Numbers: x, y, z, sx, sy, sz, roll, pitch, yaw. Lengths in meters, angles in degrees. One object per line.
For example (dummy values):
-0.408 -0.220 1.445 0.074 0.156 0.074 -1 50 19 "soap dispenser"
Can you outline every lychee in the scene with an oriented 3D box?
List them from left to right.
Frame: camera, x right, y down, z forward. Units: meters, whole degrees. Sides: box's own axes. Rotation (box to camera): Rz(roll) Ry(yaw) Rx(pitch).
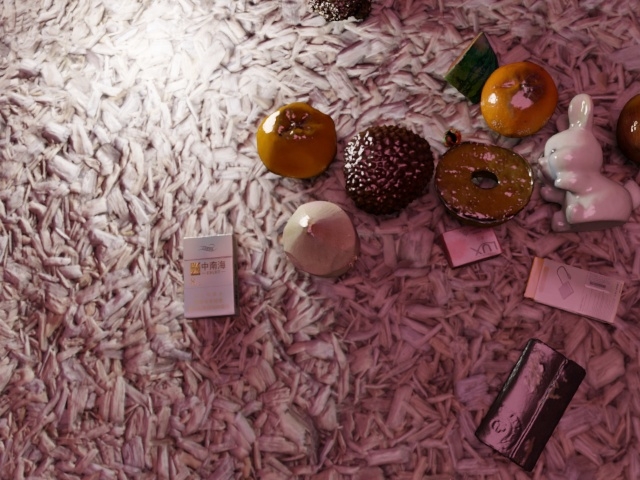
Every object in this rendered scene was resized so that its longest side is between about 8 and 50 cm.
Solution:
0.193 -0.204 1.670 0.268 0.267 0.267 -1 78 6 "lychee"

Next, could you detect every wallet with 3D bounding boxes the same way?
0.566 0.438 1.596 0.170 0.044 0.321 32 82 14 "wallet"

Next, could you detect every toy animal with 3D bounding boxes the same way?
0.730 -0.205 1.647 0.241 0.196 0.367 -14 78 -4 "toy animal"

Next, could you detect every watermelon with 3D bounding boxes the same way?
0.482 -0.518 1.794 0.146 0.128 0.231 41 83 -5 "watermelon"

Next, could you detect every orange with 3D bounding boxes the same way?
-0.066 -0.293 1.756 0.249 0.183 0.249 -2 76 7 "orange"
0.573 -0.410 1.717 0.224 0.170 0.224 -1 78 4 "orange"

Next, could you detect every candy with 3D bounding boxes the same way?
0.427 -0.252 1.769 0.055 0.049 0.184 -35 83 37 "candy"

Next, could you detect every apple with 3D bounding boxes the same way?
0.927 -0.311 1.635 0.211 0.211 0.187 13 79 9 "apple"

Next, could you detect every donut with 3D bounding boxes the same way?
0.456 -0.151 1.673 0.272 0.107 0.272 -2 70 6 "donut"

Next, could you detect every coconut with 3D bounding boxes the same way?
0.000 0.000 1.659 0.224 0.234 0.224 -1 82 7 "coconut"

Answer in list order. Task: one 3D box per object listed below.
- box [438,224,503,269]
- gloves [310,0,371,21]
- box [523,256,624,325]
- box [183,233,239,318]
0.428 0.013 1.698 0.156 0.060 0.111 -18 78 3 "box"
0.085 -0.815 1.878 0.210 0.135 0.312 30 83 12 "gloves"
0.702 0.138 1.652 0.247 0.033 0.129 18 81 10 "box"
-0.323 0.107 1.756 0.155 0.067 0.242 -6 78 4 "box"
